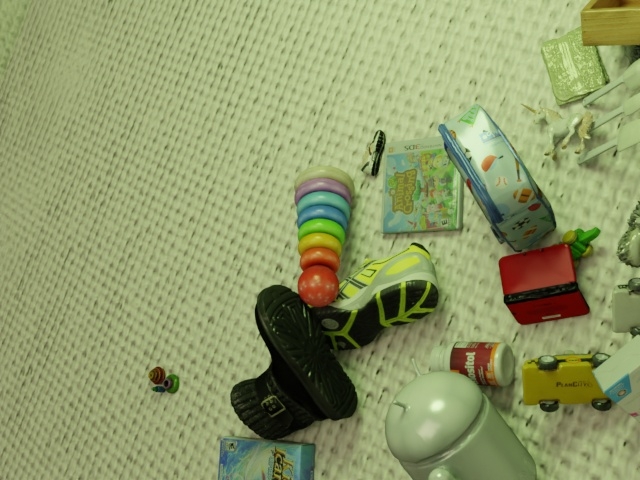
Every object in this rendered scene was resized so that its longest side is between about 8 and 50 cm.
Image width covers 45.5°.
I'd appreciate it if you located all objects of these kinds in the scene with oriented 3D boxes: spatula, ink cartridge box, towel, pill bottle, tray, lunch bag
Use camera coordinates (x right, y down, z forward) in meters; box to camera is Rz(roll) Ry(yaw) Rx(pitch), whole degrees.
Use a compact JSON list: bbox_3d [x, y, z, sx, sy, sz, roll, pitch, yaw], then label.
[{"bbox_3d":[0.538,-0.232,1.399,0.019,0.242,0.168,8,82,-7],"label":"spatula"},{"bbox_3d":[0.570,0.257,1.308,0.104,0.181,0.062,-45,21,19],"label":"ink cartridge box"},{"bbox_3d":[0.509,-0.353,1.536,0.110,0.027,0.148,-21,69,29],"label":"towel"},{"bbox_3d":[0.300,0.244,1.519,0.152,0.086,0.086,-4,78,35],"label":"pill bottle"},{"bbox_3d":[0.690,-0.409,1.323,0.410,0.203,0.076,10,130,35],"label":"tray"},{"bbox_3d":[0.332,-0.115,1.450,0.115,0.303,0.243,-33,63,10],"label":"lunch bag"}]

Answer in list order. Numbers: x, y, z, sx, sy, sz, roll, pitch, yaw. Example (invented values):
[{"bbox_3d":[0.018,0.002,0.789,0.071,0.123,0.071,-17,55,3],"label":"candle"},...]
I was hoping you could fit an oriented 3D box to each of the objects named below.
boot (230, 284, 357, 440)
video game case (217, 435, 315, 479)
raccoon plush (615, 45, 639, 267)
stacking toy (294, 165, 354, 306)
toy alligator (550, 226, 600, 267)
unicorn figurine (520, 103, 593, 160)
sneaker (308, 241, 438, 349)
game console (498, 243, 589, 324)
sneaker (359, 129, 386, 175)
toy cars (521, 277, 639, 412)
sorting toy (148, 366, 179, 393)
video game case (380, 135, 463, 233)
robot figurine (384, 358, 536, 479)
[{"bbox_3d":[-0.105,0.280,1.674,0.260,0.131,0.348,-22,102,37],"label":"boot"},{"bbox_3d":[-0.132,0.598,1.762,0.244,0.061,0.270,-5,77,33],"label":"video game case"},{"bbox_3d":[0.617,-0.138,1.372,0.299,0.216,0.446,-55,24,30],"label":"raccoon plush"},{"bbox_3d":[0.000,0.000,1.687,0.141,0.141,0.330,-19,49,30],"label":"stacking toy"},{"bbox_3d":[0.462,0.031,1.478,0.190,0.056,0.051,-48,15,28],"label":"toy alligator"},{"bbox_3d":[0.473,-0.220,1.511,0.161,0.060,0.111,-1,70,46],"label":"unicorn figurine"},{"bbox_3d":[0.097,0.129,1.679,0.384,0.145,0.147,-22,39,32],"label":"sneaker"},{"bbox_3d":[0.429,0.087,1.468,0.144,0.124,0.085,-15,42,32],"label":"game console"},{"bbox_3d":[0.119,-0.205,1.769,0.043,0.040,0.109,16,89,38],"label":"sneaker"},{"bbox_3d":[0.530,0.176,1.366,0.176,0.087,0.394,42,108,-7],"label":"toy cars"},{"bbox_3d":[-0.424,0.374,2.023,0.102,0.042,0.061,21,92,36],"label":"sorting toy"},{"bbox_3d":[0.224,-0.123,1.688,0.193,0.023,0.213,-3,79,35],"label":"video game case"},{"bbox_3d":[0.254,0.383,1.396,0.199,0.300,0.353,-33,102,22],"label":"robot figurine"}]
